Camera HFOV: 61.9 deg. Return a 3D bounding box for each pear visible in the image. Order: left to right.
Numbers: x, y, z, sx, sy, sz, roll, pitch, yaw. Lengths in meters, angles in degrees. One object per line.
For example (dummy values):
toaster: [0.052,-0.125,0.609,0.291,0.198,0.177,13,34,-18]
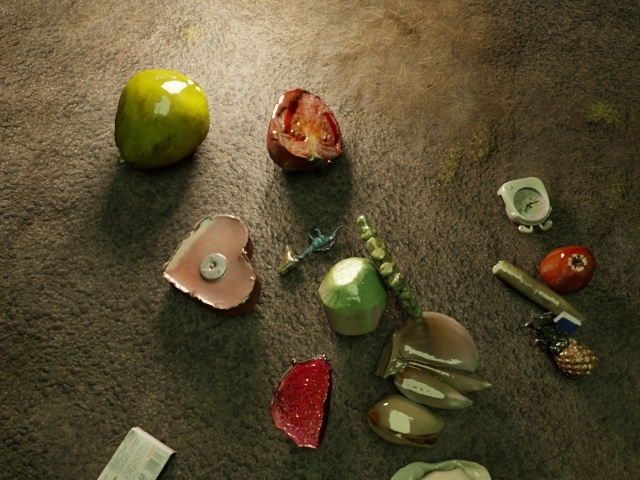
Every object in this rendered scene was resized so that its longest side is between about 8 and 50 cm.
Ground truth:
pear: [-0.521,-0.372,1.710,0.287,0.287,0.375,43,87,11]

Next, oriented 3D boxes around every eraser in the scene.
eraser: [0.760,0.264,1.665,0.063,0.085,0.027,31,50,8]

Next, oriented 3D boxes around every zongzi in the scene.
zongzi: [-0.115,0.064,1.699,0.076,0.040,0.083,-32,64,-8]

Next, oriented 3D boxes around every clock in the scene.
clock: [0.700,-0.115,1.812,0.151,0.062,0.191,-11,72,-9]

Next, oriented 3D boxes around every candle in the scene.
candle: [-0.327,0.093,1.627,0.287,0.131,0.317,-17,62,-3]

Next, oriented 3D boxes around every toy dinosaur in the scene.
toy dinosaur: [0.000,0.000,1.726,0.197,0.045,0.080,-30,88,-7]

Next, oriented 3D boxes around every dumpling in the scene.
dumpling: [0.304,0.717,1.450,0.318,0.187,0.242,-33,36,-27]

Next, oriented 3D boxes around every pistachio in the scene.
pistachio: [0.239,0.513,1.508,0.215,0.144,0.144,14,69,4]

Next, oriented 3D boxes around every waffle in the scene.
waffle: [0.201,0.082,1.571,0.056,0.292,0.309,-31,53,5]

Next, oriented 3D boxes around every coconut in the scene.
coconut: [0.104,0.176,1.585,0.204,0.236,0.236,-23,73,1]

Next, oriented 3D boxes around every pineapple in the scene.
pineapple: [0.724,0.309,1.632,0.237,0.111,0.119,44,99,12]

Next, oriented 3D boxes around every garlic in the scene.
garlic: [0.330,0.348,1.571,0.325,0.132,0.279,14,67,-7]

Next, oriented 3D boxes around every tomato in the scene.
tomato: [-0.082,-0.345,1.782,0.309,0.170,0.309,22,53,-33]

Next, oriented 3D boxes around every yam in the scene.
yam: [0.696,0.169,1.703,0.317,0.067,0.071,35,44,7]

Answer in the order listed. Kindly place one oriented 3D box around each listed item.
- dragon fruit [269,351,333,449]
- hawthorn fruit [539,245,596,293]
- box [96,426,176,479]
dragon fruit: [-0.055,0.457,1.520,0.161,0.126,0.274,6,60,8]
hawthorn fruit: [0.789,0.078,1.673,0.162,0.203,0.163,2,67,-5]
box: [-0.503,0.626,1.438,0.135,0.081,0.199,30,69,7]
